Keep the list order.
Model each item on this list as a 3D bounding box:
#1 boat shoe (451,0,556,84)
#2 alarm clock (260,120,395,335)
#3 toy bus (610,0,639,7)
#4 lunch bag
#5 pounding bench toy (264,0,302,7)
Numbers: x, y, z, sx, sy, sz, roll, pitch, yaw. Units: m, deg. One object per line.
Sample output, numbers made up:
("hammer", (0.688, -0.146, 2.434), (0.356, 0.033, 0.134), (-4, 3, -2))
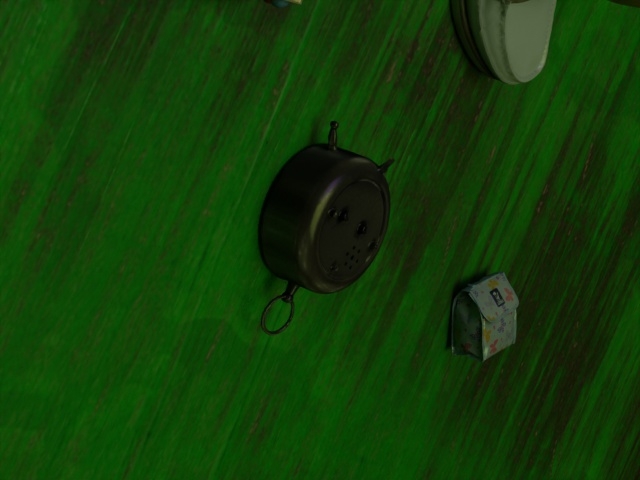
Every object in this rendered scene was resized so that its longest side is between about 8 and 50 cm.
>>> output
("boat shoe", (0.192, -0.272, 1.354), (0.113, 0.103, 0.302), (-41, 137, -32))
("alarm clock", (0.000, 0.000, 1.289), (0.192, 0.064, 0.129), (-61, 145, -4))
("toy bus", (0.299, -0.368, 1.433), (0.211, 0.149, 0.220), (21, 89, -39))
("lunch bag", (0.180, 0.082, 1.577), (0.071, 0.053, 0.083), (-21, 115, -48))
("pounding bench toy", (-0.053, -0.217, 1.102), (0.083, 0.052, 0.065), (11, 102, -22))
